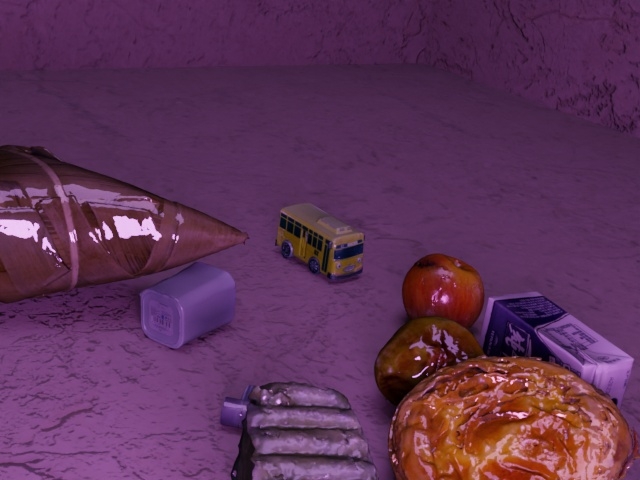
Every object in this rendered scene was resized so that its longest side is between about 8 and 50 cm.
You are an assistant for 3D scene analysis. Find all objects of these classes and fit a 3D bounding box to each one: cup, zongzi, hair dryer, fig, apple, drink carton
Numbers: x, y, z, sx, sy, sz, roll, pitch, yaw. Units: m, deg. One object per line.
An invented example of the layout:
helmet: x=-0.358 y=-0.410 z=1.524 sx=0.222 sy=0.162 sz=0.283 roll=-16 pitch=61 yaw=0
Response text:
cup: x=-0.216 y=0.094 z=1.461 sx=0.128 sy=0.095 sz=0.129 roll=19 pitch=26 yaw=29
zongzi: x=-0.406 y=-0.050 z=1.621 sx=0.466 sy=0.218 sz=0.500 roll=2 pitch=18 yaw=-20
hair dryer: x=-0.094 y=0.220 z=1.270 sx=0.063 sy=0.037 sz=0.114 roll=10 pitch=14 yaw=3
fig: x=0.156 y=0.177 z=1.327 sx=0.154 sy=0.144 sz=0.166 roll=-29 pitch=10 yaw=9
apple: x=0.204 y=0.086 z=1.564 sx=0.146 sy=0.147 sz=0.146 roll=6 pitch=21 yaw=-2
drink carton: x=0.332 y=0.181 z=1.355 sx=0.101 sy=0.134 sz=0.222 roll=-2 pitch=23 yaw=-28

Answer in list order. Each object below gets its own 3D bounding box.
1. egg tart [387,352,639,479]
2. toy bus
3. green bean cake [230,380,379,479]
egg tart: x=0.229 y=0.257 z=1.131 sx=0.297 sy=0.132 sz=0.297 roll=-8 pitch=37 yaw=6
toy bus: x=0.000 y=0.000 z=1.759 sx=0.088 sy=0.101 sz=0.175 roll=-12 pitch=29 yaw=-39
green bean cake: x=-0.022 y=0.265 z=0.912 sx=0.124 sy=0.223 sz=0.227 roll=0 pitch=26 yaw=-16
